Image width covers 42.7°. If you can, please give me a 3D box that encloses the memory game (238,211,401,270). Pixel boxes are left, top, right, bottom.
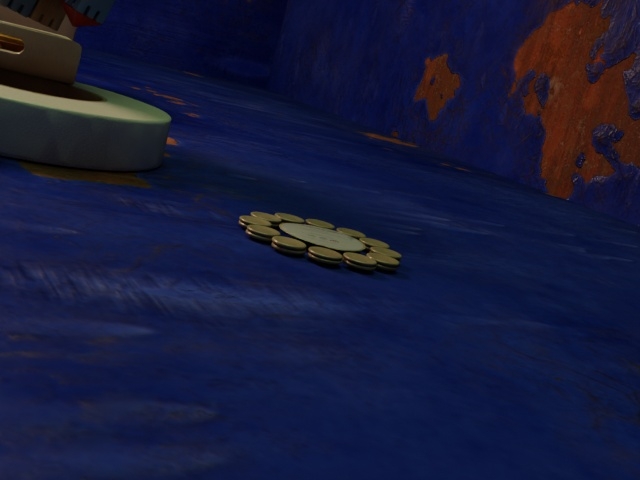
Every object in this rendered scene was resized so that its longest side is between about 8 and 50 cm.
[{"bbox_3d":[0.000,0.000,0.903,0.186,0.012,0.186,13,12,-3],"label":"memory game"}]

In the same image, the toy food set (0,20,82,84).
[{"bbox_3d":[-0.473,-0.308,1.210,0.220,0.092,0.306,10,12,-21],"label":"toy food set"}]

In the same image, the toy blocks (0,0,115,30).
[{"bbox_3d":[-0.391,-0.434,1.188,0.381,0.261,0.191,37,10,36],"label":"toy blocks"}]

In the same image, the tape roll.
[{"bbox_3d":[-0.398,-0.178,1.097,0.392,0.072,0.392,15,12,-3],"label":"tape roll"}]

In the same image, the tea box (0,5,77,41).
[{"bbox_3d":[-0.676,-0.473,1.698,0.329,0.220,0.323,15,11,-20],"label":"tea box"}]
